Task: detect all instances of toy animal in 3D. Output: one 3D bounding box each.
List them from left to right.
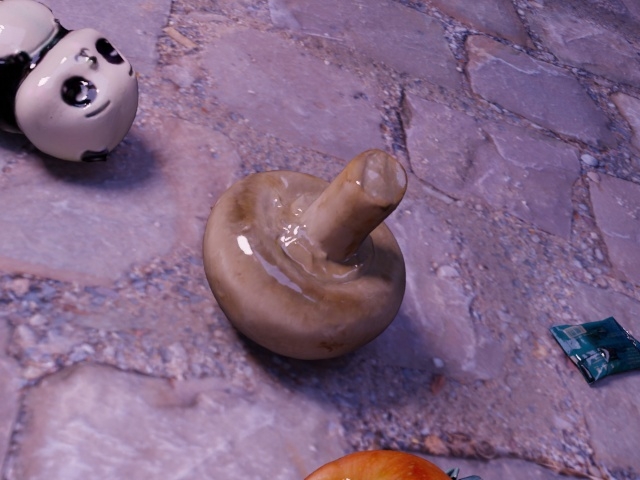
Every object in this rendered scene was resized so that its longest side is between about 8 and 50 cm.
[{"bbox_3d":[-0.274,-0.170,0.880,0.179,0.138,0.166,26,53,4],"label":"toy animal"}]

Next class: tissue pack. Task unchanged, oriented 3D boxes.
[{"bbox_3d":[0.350,0.129,1.030,0.138,0.028,0.085,-2,47,-39],"label":"tissue pack"}]

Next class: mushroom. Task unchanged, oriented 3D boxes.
[{"bbox_3d":[0.000,0.000,0.799,0.207,0.215,0.207,20,44,-21],"label":"mushroom"}]

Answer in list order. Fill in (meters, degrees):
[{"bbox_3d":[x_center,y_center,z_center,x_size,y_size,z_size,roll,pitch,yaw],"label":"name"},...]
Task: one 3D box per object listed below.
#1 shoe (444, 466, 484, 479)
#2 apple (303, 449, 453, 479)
[{"bbox_3d":[0.165,0.264,0.691,0.207,0.106,0.091,33,38,-4],"label":"shoe"},{"bbox_3d":[0.042,0.238,0.600,0.163,0.139,0.163,-19,30,11],"label":"apple"}]
